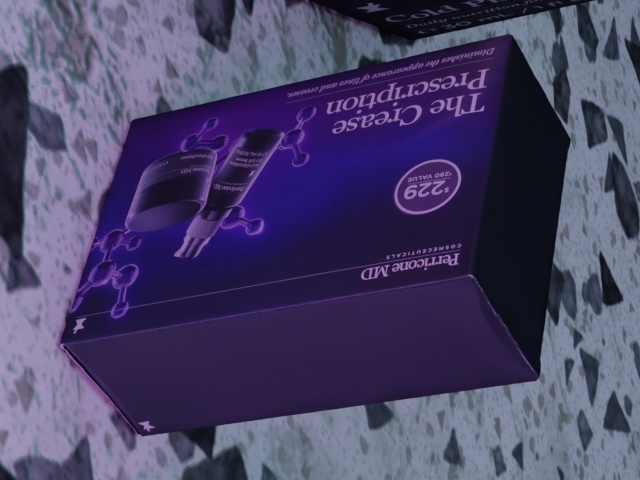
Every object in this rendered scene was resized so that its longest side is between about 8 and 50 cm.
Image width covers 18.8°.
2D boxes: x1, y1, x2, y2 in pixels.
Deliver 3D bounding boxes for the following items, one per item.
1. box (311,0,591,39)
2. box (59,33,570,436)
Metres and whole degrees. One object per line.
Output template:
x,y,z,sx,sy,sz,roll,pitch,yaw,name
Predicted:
0.157,-0.353,1.317,0.471,0.479,0.297,11,71,-61,box
0.000,0.000,1.124,0.103,0.261,0.184,53,37,-42,box
